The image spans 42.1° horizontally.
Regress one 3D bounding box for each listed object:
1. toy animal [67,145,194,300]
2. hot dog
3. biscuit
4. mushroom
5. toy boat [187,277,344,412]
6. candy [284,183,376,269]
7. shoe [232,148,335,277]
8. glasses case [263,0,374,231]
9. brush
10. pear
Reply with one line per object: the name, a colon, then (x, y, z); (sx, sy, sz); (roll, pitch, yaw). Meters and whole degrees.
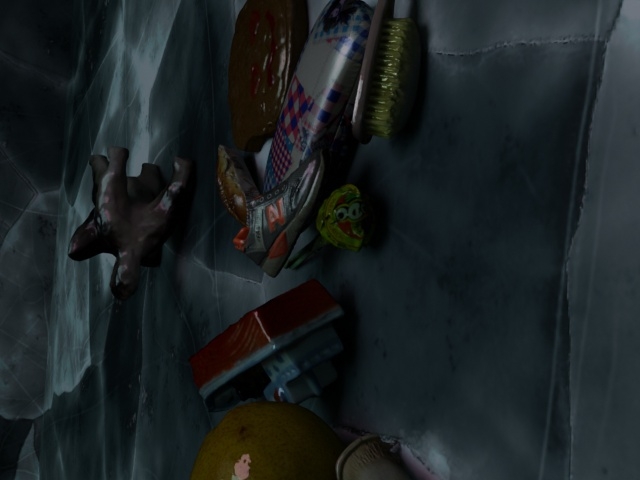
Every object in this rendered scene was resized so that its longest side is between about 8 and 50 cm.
toy animal: (-0.411, -0.033, 1.737); (0.344, 0.194, 0.303); (-179, 99, -68)
hot dog: (-0.135, -0.084, 1.338); (0.099, 0.053, 0.192); (93, 157, -44)
biscuit: (-0.093, -0.290, 1.319); (0.257, 0.049, 0.273); (-27, 60, 59)
mushroom: (0.083, 0.282, 0.837); (0.081, 0.092, 0.223); (-37, 39, -4)
toy boat: (-0.077, 0.173, 1.122); (0.133, 0.145, 0.332); (60, 146, 6)
candy: (0.002, -0.001, 1.080); (0.262, 0.073, 0.077); (139, 148, -63)
shoe: (-0.049, -0.041, 1.045); (0.194, 0.077, 0.074); (-60, 4, 33)
glasses case: (-0.005, -0.157, 1.089); (0.328, 0.076, 0.125); (-68, 29, 28)
brush: (0.092, -0.261, 0.948); (0.072, 0.067, 0.313); (26, -107, -79)
pear: (-0.056, 0.286, 0.971); (0.209, 0.208, 0.209); (-18, 69, 61)
